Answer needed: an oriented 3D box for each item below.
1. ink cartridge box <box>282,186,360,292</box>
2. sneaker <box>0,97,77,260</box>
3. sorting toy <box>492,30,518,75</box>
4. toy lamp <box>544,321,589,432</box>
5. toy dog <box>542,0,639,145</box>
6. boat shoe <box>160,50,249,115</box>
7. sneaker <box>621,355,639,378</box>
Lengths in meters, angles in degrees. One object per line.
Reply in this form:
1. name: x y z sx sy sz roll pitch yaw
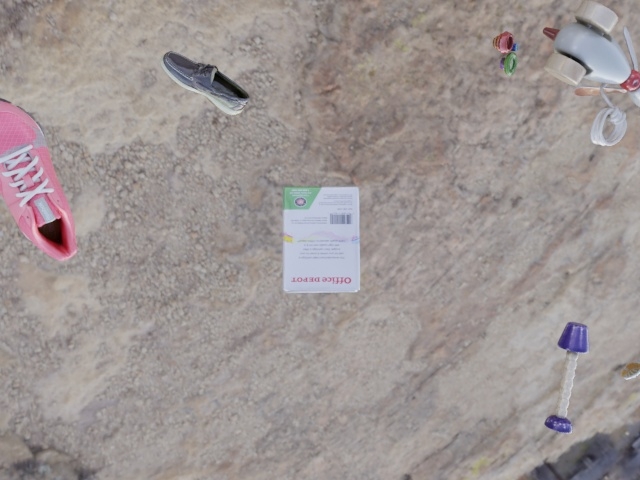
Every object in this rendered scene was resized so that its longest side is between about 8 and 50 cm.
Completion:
1. ink cartridge box: 0.000 0.000 1.767 0.201 0.117 0.278 0 86 -2
2. sneaker: -0.476 -0.094 1.103 0.116 0.136 0.314 -31 137 -21
3. sorting toy: 0.407 -0.418 1.467 0.061 0.042 0.102 -46 134 -29
4. toy lamp: 0.626 0.344 1.675 0.080 0.080 0.274 7 95 -35
5. toy dog: 0.603 -0.389 1.449 0.220 0.161 0.334 -41 127 7
6. boat shoe: -0.181 -0.260 1.057 0.152 0.056 0.049 28 141 -25
7. sneaker: 0.701 0.279 1.447 0.083 0.032 0.037 -42 125 9
